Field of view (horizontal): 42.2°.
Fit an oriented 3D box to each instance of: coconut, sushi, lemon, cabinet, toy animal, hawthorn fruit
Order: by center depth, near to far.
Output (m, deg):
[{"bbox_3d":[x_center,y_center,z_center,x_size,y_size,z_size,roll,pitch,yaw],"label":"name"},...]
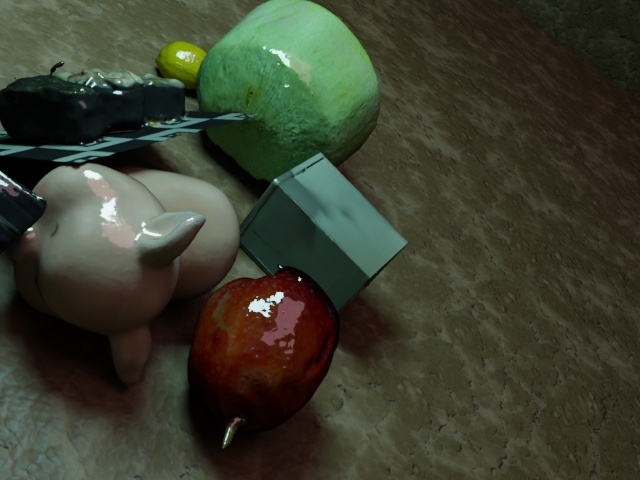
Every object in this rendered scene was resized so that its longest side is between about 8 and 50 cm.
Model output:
[{"bbox_3d":[-0.233,0.007,1.047,0.326,0.237,0.269,5,30,-43],"label":"toy animal"},{"bbox_3d":[-0.077,0.158,1.055,0.189,0.189,0.252,30,55,-17],"label":"hawthorn fruit"},{"bbox_3d":[-0.303,-0.199,1.132,0.296,0.100,0.373,8,20,30],"label":"sushi"},{"bbox_3d":[0.000,0.000,1.319,0.206,0.150,0.145,46,38,6],"label":"cabinet"},{"bbox_3d":[-0.050,-0.264,1.453,0.328,0.281,0.329,1,45,-1],"label":"coconut"},{"bbox_3d":[-0.241,-0.316,1.502,0.110,0.082,0.082,17,40,-21],"label":"lemon"}]

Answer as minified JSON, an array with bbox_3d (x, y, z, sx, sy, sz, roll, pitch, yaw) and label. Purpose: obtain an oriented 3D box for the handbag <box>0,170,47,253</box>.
[{"bbox_3d":[-0.455,-0.040,0.894,0.254,0.211,0.088,38,-6,-2],"label":"handbag"}]
